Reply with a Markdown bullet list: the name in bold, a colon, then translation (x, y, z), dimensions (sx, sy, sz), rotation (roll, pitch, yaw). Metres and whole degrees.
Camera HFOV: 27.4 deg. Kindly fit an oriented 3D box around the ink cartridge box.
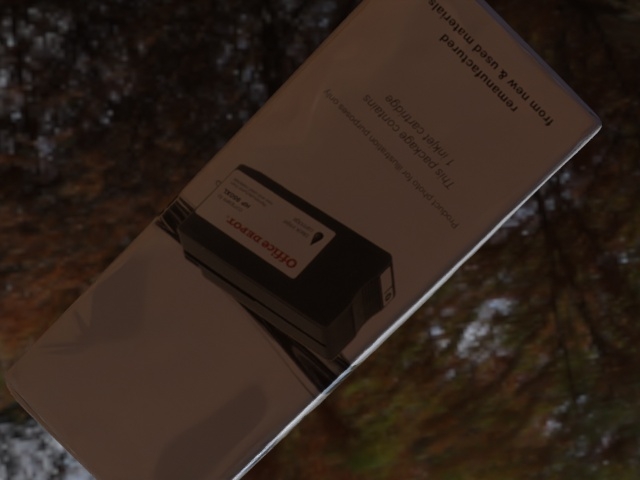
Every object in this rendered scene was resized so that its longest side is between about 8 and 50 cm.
- **ink cartridge box**: translation (0.000, 0.000, 0.949), dimensions (0.395, 0.285, 0.166), rotation (-45, -93, 10)
